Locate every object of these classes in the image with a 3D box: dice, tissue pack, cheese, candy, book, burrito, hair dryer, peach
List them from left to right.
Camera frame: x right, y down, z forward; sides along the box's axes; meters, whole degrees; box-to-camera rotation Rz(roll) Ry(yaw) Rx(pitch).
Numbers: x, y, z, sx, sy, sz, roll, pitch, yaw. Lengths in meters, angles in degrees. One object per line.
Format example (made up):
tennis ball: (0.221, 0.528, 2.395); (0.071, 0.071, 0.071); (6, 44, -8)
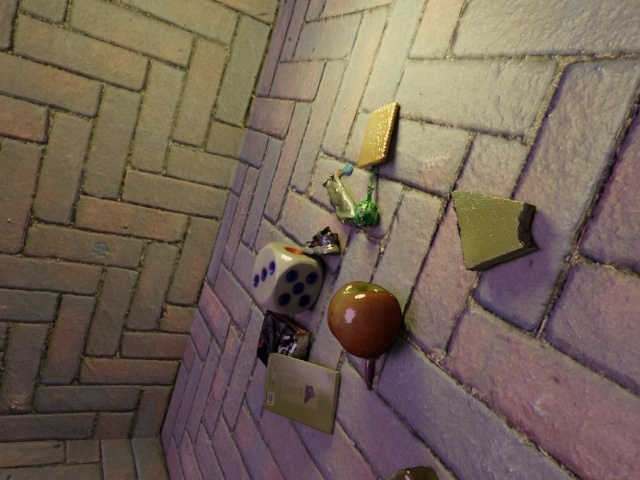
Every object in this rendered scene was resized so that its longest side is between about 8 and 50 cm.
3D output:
tissue pack: (-0.177, 0.463, 2.052); (0.332, 0.123, 0.244); (22, 102, 59)
dice: (-0.146, 0.159, 1.994); (0.259, 0.243, 0.251); (33, 108, 54)
book: (-0.084, 0.597, 1.822); (0.352, 0.035, 0.239); (5, 86, 37)
burrito: (0.085, -0.163, 1.885); (0.096, 0.066, 0.309); (-55, 41, 30)
cheese: (0.103, -0.297, 1.946); (0.111, 0.017, 0.047); (-13, 66, 57)
peach: (0.142, 0.258, 1.490); (0.252, 0.253, 0.252); (-27, 58, 53)
hair dryer: (0.157, 0.437, 1.585); (0.106, 0.054, 0.154); (-28, 61, 58)
candy: (0.190, -0.204, 1.728); (0.097, 0.097, 0.323); (-12, 63, 57)
candy: (0.229, 0.727, 1.306); (0.234, 0.104, 0.102); (-54, 38, 36)

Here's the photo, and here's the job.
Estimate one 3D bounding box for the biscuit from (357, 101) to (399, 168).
biscuit: (0.219, -0.395, 1.742); (0.160, 0.030, 0.249); (-8, 64, 57)

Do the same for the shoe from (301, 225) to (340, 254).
shoe: (0.001, 0.000, 1.929); (0.228, 0.099, 0.125); (4, 92, 54)

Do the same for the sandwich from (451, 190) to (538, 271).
sandwich: (0.467, -0.060, 1.227); (0.212, 0.063, 0.244); (-31, 55, 47)
